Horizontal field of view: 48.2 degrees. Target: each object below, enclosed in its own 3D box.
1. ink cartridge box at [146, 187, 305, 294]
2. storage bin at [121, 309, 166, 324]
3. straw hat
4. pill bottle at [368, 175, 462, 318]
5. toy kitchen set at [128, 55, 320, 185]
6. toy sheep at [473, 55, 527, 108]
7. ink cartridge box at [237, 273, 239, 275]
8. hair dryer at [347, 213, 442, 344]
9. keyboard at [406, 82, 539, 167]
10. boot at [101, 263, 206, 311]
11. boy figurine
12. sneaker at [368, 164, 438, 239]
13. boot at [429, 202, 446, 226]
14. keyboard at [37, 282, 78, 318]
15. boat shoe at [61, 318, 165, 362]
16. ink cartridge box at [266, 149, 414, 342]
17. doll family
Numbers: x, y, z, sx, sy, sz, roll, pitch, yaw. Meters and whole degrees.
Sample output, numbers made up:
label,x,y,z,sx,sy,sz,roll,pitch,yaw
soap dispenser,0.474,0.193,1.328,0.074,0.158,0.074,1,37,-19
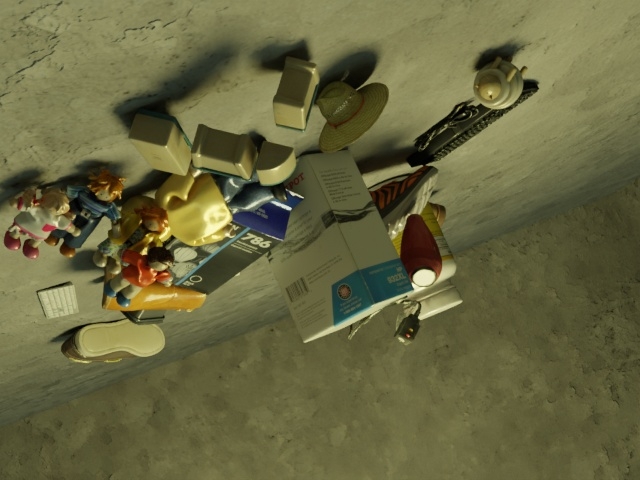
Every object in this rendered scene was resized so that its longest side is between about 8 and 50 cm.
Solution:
label,x,y,z,sx,sy,sz,roll,pitch,yaw
ink cartridge box,-0.191,-0.007,1.351,0.165,0.065,0.333,22,138,-33
storage bin,-0.421,0.140,1.746,0.091,0.098,0.135,-53,162,8
straw hat,0.029,-0.202,1.059,0.144,0.144,0.061,-30,125,34
pill bottle,0.219,0.025,1.769,0.188,0.334,0.188,-21,168,-5
toy kitchen set,-0.120,-0.167,0.959,0.207,0.166,0.122,14,168,4
toy sheep,0.309,-0.270,1.232,0.091,0.091,0.132,-31,171,37
ink cartridge box,-0.202,0.021,1.644,0.261,0.066,0.296,-19,168,-10
hair dryer,0.151,0.068,1.450,0.080,0.293,0.223,38,159,-28
keyboard,0.298,-0.234,1.503,0.201,0.033,0.317,-12,164,-40
boot,-0.343,0.099,1.494,0.211,0.104,0.295,5,173,-13
boy figurine,-0.198,-0.058,1.179,0.285,0.092,0.177,-22,137,5
sneaker,0.116,-0.095,1.554,0.321,0.180,0.124,-42,155,-35
boot,0.239,-0.054,2.125,0.115,0.112,0.305,17,157,-21
keyboard,-0.583,0.139,1.597,0.072,0.014,0.256,-18,167,-21
boat shoe,-0.587,0.292,2.049,0.097,0.116,0.324,-23,165,28
ink cartridge box,0.011,0.010,1.389,0.129,0.307,0.223,-14,166,-43
doll family,-0.323,-0.024,1.059,0.263,0.118,0.163,32,129,-30
